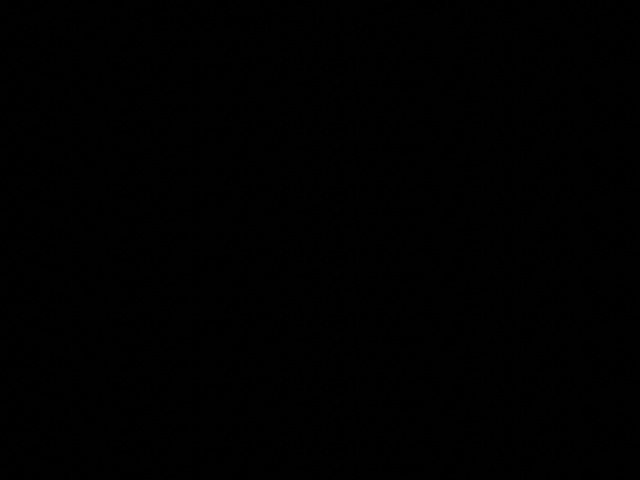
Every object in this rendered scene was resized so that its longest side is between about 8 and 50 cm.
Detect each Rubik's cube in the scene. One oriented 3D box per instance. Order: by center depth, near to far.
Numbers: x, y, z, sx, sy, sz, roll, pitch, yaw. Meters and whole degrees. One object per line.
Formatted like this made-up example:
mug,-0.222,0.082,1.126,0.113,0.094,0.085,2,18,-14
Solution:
Rubik's cube,0.000,0.000,0.182,0.316,0.322,0.319,-38,49,-6
